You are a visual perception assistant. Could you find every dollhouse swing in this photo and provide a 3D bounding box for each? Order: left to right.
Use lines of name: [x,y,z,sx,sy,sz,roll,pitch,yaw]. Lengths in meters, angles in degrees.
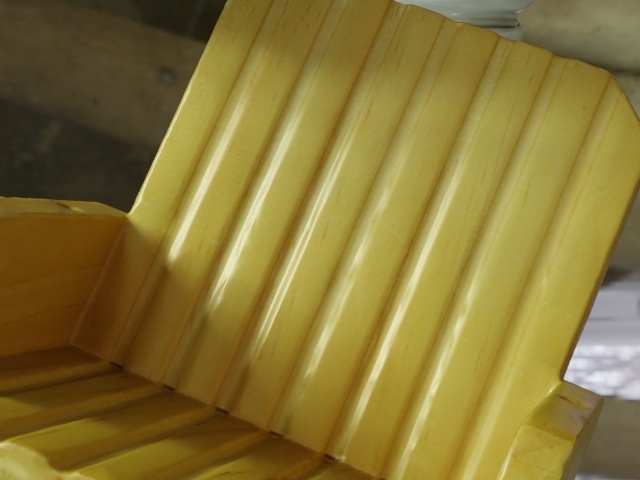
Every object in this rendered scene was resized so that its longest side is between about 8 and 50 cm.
dollhouse swing: [0.000,0.000,0.753,0.305,0.347,0.315,-70,-15,5]

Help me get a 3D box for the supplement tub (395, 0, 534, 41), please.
supplement tub: [0.139,-0.371,1.531,0.228,0.228,0.316,-29,-57,-70]
